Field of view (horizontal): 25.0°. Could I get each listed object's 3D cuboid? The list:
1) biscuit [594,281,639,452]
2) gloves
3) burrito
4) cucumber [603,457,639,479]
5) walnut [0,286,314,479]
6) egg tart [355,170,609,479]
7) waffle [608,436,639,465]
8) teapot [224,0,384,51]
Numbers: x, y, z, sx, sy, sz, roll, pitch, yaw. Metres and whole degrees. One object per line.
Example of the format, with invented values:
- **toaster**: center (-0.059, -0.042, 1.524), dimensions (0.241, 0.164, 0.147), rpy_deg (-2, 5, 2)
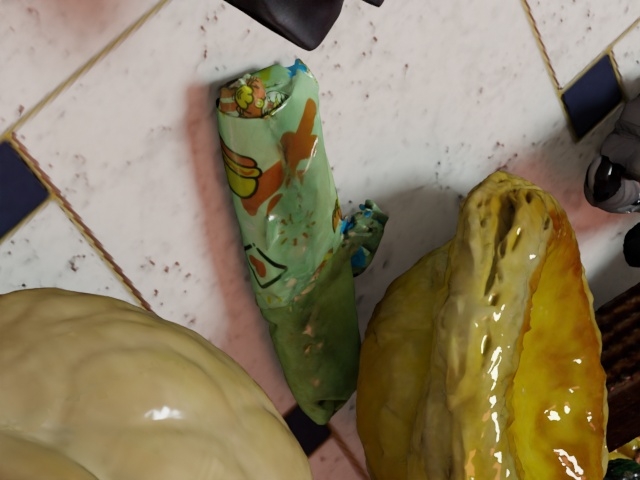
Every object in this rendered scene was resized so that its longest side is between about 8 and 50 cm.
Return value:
- **biscuit**: center (0.285, 0.075, 1.133), dimensions (0.252, 0.070, 0.106), rpy_deg (-34, 142, 15)
- **gloves**: center (0.280, -0.059, 1.077), dimensions (0.285, 0.119, 0.142), rpy_deg (-9, 97, -52)
- **burrito**: center (0.000, 0.000, 0.931), dimensions (0.104, 0.054, 0.288), rpy_deg (-30, 130, -25)
- **cucumber**: center (0.156, 0.228, 1.156), dimensions (0.242, 0.074, 0.074), rpy_deg (-10, 123, -15)
- **walnut**: center (-0.145, 0.218, 0.755), dimensions (0.381, 0.381, 0.381), rpy_deg (-20, 127, -29)
- **egg tart**: center (0.110, 0.110, 0.974), dimensions (0.319, 0.128, 0.318), rpy_deg (-3, 90, -66)
- **waffle**: center (0.241, 0.282, 1.309), dimensions (0.243, 0.059, 0.238), rpy_deg (-53, 139, 4)
- **teapot**: center (-0.042, -0.166, 0.720), dimensions (0.087, 0.177, 0.096), rpy_deg (-57, 161, 5)
